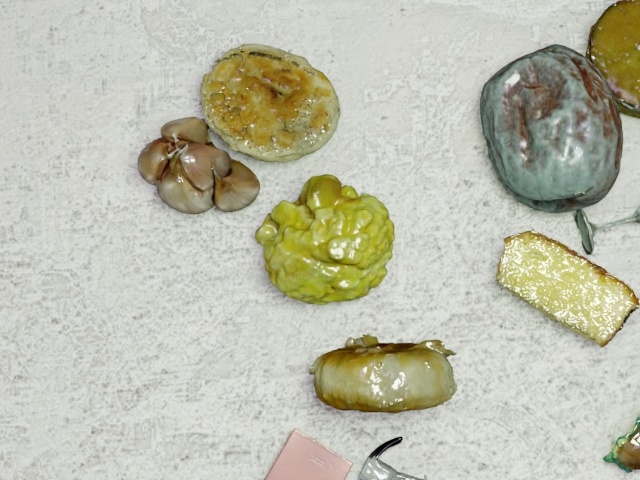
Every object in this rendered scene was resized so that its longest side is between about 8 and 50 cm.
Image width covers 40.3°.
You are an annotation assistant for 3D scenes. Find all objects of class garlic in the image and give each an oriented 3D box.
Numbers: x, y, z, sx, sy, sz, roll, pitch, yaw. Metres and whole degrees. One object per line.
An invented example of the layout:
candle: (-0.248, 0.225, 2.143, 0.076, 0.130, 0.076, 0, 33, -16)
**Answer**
garlic: (-0.236, -0.122, 1.640, 0.160, 0.191, 0.214, -38, 91, 21)

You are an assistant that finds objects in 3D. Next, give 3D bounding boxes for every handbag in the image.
handbag: (-0.041, 0.454, 1.573, 0.127, 0.063, 0.190, 30, 80, 7)

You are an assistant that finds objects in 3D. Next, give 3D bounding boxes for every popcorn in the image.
popcorn: (0.000, 0.000, 1.586, 0.252, 0.206, 0.236, 29, 98, 24)

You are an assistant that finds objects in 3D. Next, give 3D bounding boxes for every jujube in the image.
jujube: (0.422, -0.209, 1.597, 0.247, 0.215, 0.307, -9, 75, 33)

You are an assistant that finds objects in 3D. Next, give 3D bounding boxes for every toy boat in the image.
toy boat: (0.611, 0.285, 1.560, 0.099, 0.108, 0.292, 21, 73, 38)

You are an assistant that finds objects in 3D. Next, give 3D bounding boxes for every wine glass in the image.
wine glass: (0.573, -0.041, 1.615, 0.183, 0.122, 0.122, -13, 79, 5)

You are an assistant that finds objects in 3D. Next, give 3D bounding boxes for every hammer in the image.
hammer: (0.277, 0.479, 1.566, 0.427, 0.044, 0.152, 18, 80, 4)

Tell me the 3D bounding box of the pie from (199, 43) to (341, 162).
pie: (-0.095, -0.268, 1.671, 0.274, 0.055, 0.274, 5, 64, -11)

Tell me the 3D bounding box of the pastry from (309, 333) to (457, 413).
pastry: (0.108, 0.229, 1.519, 0.257, 0.236, 0.120, -2, 88, 1)

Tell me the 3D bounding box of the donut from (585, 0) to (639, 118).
donut: (0.635, -0.349, 1.673, 0.272, 0.107, 0.272, 0, 82, -2)

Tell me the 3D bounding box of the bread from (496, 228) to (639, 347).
bread: (0.437, 0.083, 1.585, 0.260, 0.134, 0.129, 32, 93, 12)
